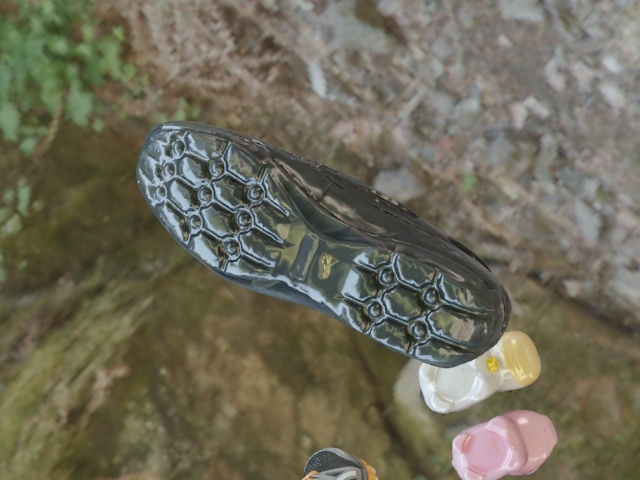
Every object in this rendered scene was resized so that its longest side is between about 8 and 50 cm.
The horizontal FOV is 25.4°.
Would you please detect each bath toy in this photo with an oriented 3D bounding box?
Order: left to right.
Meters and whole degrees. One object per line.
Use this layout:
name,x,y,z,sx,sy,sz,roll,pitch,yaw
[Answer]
bath toy,0.216,0.233,1.720,0.129,0.151,0.348,48,-156,-76

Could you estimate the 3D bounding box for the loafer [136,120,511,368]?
loafer,0.000,0.000,0.768,0.223,0.076,0.078,28,-165,18

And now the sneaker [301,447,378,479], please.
sneaker,-0.005,0.235,1.164,0.083,0.215,0.084,26,114,-11
